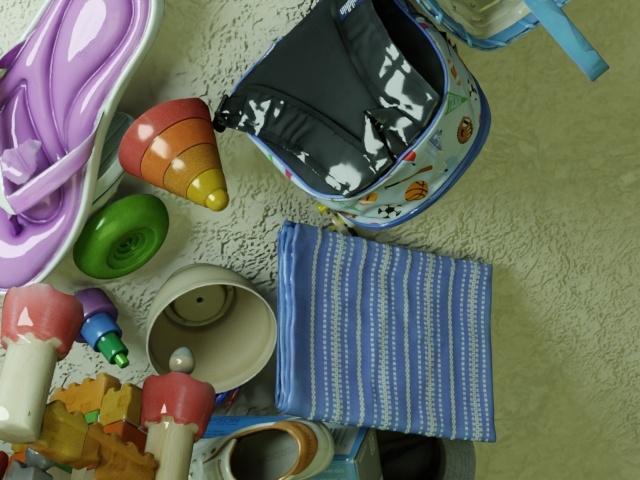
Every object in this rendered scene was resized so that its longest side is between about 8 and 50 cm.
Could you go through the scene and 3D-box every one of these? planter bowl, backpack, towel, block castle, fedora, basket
[{"bbox_3d":[-0.143,0.095,1.841,0.162,0.109,0.162,-7,121,-12],"label":"planter bowl"},{"bbox_3d":[0.056,-0.142,1.669,0.213,0.263,0.276,29,109,-41],"label":"backpack"},{"bbox_3d":[0.088,0.115,1.842,0.336,0.243,0.040,12,159,-32],"label":"towel"},{"bbox_3d":[-0.366,0.210,1.703,0.453,0.213,0.303,-20,137,35],"label":"block castle"},{"bbox_3d":[0.067,0.266,1.986,0.275,0.124,0.243,-3,118,4],"label":"fedora"},{"bbox_3d":[0.191,-0.310,1.594,0.201,0.289,0.255,-40,121,9],"label":"basket"}]

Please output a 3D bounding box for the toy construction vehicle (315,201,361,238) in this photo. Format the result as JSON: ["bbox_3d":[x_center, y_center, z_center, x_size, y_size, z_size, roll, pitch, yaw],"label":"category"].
[{"bbox_3d":[0.000,0.000,1.876,0.086,0.035,0.098,-38,131,8],"label":"toy construction vehicle"}]

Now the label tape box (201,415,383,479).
[{"bbox_3d":[-0.036,0.391,1.919,0.241,0.106,0.333,-1,116,16],"label":"label tape box"}]

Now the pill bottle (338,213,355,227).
[{"bbox_3d":[0.070,-0.071,1.832,0.120,0.067,0.067,-38,123,7],"label":"pill bottle"}]

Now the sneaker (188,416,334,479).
[{"bbox_3d":[-0.134,0.277,1.760,0.290,0.106,0.123,-26,166,12],"label":"sneaker"}]

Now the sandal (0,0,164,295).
[{"bbox_3d":[-0.311,-0.131,1.628,0.169,0.102,0.416,25,102,5],"label":"sandal"}]

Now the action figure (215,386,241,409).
[{"bbox_3d":[-0.130,0.198,1.956,0.115,0.030,0.038,-41,117,7],"label":"action figure"}]

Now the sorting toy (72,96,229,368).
[{"bbox_3d":[-0.195,0.012,1.725,0.127,0.126,0.365,-9,139,-45],"label":"sorting toy"}]

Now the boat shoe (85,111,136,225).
[{"bbox_3d":[-0.283,-0.057,1.741,0.226,0.083,0.076,-43,149,10],"label":"boat shoe"}]
